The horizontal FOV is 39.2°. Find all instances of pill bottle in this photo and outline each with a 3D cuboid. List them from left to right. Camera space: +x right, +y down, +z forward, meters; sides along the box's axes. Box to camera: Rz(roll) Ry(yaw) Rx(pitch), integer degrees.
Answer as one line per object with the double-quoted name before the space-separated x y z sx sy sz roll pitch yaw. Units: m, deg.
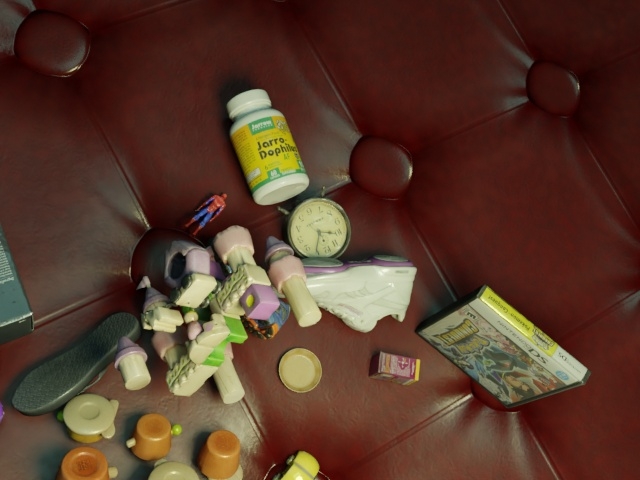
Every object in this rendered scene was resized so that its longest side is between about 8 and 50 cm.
"pill bottle" -0.110 -0.185 1.766 0.118 0.117 0.208 -16 78 -22

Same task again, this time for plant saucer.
"plant saucer" -0.040 0.247 1.702 0.083 0.015 0.083 5 71 -15

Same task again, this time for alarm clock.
"alarm clock" 0.000 0.000 1.767 0.129 0.064 0.192 -25 88 -15

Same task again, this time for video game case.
"video game case" 0.333 0.208 1.690 0.248 0.275 0.035 39 63 -2

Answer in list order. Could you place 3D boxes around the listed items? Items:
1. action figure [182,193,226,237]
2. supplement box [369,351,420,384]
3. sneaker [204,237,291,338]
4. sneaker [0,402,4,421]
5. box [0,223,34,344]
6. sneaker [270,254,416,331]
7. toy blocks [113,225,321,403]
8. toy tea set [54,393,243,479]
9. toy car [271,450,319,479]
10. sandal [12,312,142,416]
"action figure" -0.220 -0.054 1.737 0.038 0.030 0.115 46 61 -5
"supplement box" 0.144 0.248 1.739 0.083 0.055 0.043 13 68 -14
"sneaker" -0.141 0.085 1.699 0.087 0.083 0.221 -31 82 -45
"sneaker" -0.645 0.211 1.451 0.293 0.146 0.102 39 65 -2
"box" -0.570 0.066 1.519 0.108 0.153 0.207 -19 78 -22
"sneaker" 0.046 0.108 1.704 0.305 0.114 0.152 0 103 -24
"toy blocks" -0.214 0.084 1.521 0.309 0.288 0.260 17 35 -46
"toy tea set" -0.301 0.394 1.534 0.336 0.124 0.200 14 40 -6
"toy car" -0.108 0.484 1.582 0.225 0.053 0.239 9 70 -15
"sandal" -0.412 0.225 1.560 0.254 0.054 0.097 -37 46 -28
